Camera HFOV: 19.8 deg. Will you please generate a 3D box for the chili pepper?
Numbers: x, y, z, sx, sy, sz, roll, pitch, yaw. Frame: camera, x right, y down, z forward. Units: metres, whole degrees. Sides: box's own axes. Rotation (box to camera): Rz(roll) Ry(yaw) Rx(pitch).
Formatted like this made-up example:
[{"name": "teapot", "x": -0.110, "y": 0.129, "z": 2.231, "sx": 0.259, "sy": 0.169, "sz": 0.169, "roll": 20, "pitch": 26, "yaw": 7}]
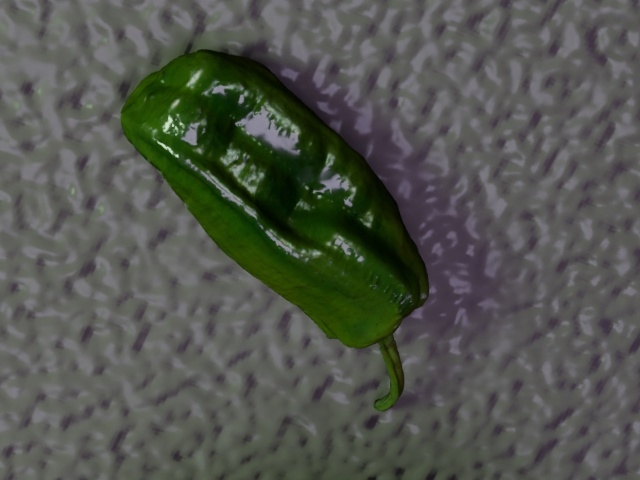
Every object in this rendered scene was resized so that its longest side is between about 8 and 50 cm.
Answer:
[{"name": "chili pepper", "x": 0.001, "y": -0.002, "z": 0.803, "sx": 0.072, "sy": 0.073, "sz": 0.204, "roll": -46, "pitch": 115, "yaw": -5}]
